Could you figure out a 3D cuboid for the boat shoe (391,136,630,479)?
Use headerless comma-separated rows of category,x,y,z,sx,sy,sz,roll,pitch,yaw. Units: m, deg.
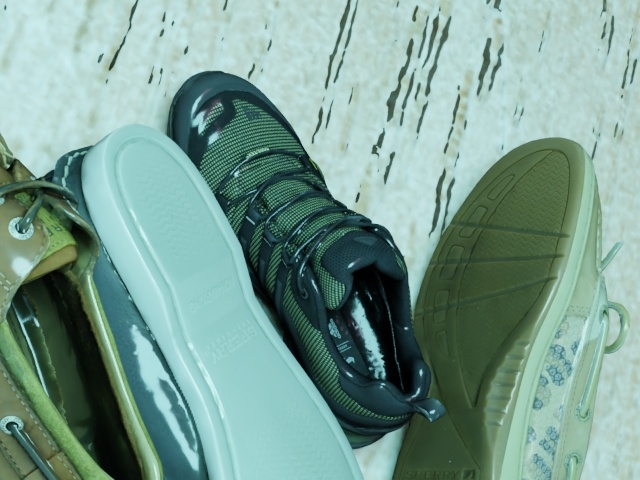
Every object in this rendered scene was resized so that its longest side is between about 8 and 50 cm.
boat shoe,0.110,0.082,0.907,0.089,0.105,0.285,27,74,-37

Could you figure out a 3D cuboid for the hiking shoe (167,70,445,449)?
hiking shoe,0.000,0.000,0.860,0.086,0.114,0.226,-30,90,-31

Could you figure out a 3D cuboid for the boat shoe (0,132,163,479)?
boat shoe,-0.151,0.006,0.739,0.111,0.104,0.307,-37,110,-59

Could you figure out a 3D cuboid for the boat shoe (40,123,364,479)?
boat shoe,-0.063,0.092,0.822,0.114,0.091,0.302,-13,79,-56
